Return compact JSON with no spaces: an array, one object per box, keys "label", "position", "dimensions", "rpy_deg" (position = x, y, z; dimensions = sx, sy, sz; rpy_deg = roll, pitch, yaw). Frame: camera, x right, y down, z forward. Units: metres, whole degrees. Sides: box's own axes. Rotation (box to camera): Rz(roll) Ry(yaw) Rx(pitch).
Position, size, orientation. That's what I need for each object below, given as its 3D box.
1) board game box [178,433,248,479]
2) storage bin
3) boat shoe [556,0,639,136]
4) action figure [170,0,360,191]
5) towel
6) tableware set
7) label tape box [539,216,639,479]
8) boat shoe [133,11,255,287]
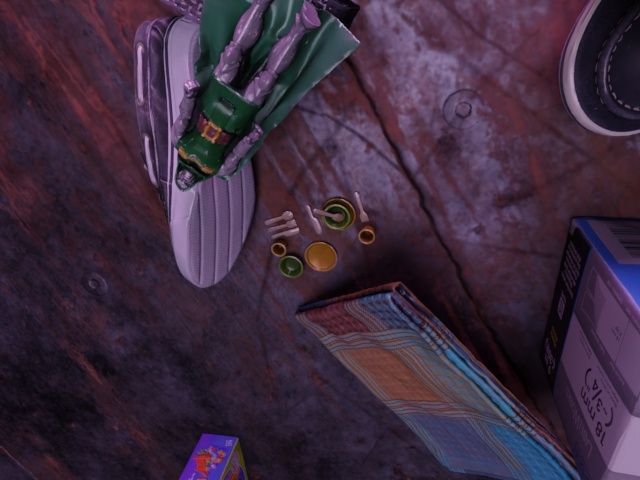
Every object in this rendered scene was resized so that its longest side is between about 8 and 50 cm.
[{"label":"board game box","position":[-0.202,0.580,0.855],"dimensions":[0.078,0.233,0.347],"rpy_deg":[1,117,13]},{"label":"storage bin","position":[-0.061,-0.247,0.466],"dimensions":[0.180,0.122,0.084],"rpy_deg":[32,119,-4]},{"label":"boat shoe","position":[0.428,-0.253,0.336],"dimensions":[0.500,0.156,0.187],"rpy_deg":[-32,107,26]},{"label":"action figure","position":[-0.086,-0.129,0.435],"dimensions":[0.137,0.063,0.232],"rpy_deg":[34,127,-10]},{"label":"towel","position":[0.145,0.209,0.622],"dimensions":[0.370,0.040,0.271],"rpy_deg":[45,150,-10]},{"label":"tableware set","position":[0.000,0.000,0.634],"dimensions":[0.154,0.024,0.104],"rpy_deg":[-15,112,19]},{"label":"label tape box","position":[0.338,0.174,0.520],"dimensions":[0.105,0.241,0.334],"rpy_deg":[4,117,11]},{"label":"boat shoe","position":[-0.162,-0.105,0.582],"dimensions":[0.119,0.121,0.335],"rpy_deg":[20,117,30]}]
